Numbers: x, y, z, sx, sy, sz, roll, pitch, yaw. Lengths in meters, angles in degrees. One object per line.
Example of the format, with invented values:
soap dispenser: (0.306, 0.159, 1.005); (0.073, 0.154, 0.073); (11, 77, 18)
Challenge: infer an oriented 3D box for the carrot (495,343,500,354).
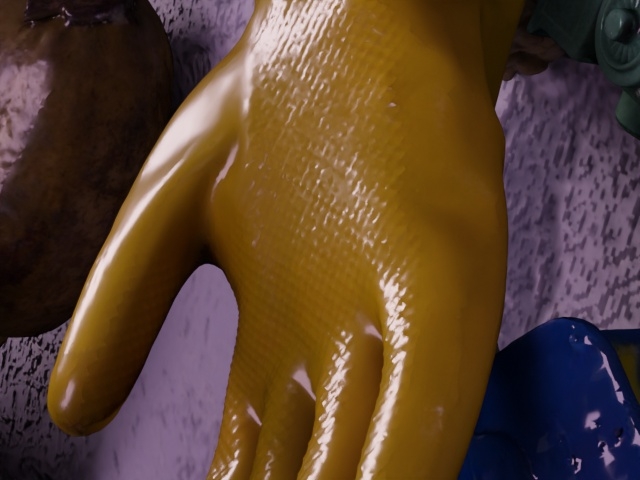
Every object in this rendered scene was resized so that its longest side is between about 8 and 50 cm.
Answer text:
carrot: (0.091, 0.197, 0.625); (0.069, 0.069, 0.336); (-18, 83, 52)

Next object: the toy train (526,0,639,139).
toy train: (0.132, -0.118, 0.551); (0.099, 0.070, 0.172); (58, 134, 50)

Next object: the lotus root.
lotus root: (-0.162, -0.035, 0.898); (0.145, 0.128, 0.260); (46, 128, 31)

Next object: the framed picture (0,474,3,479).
framed picture: (-0.239, 0.070, 0.977); (0.232, 0.019, 0.296); (46, 155, 43)

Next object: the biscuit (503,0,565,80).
biscuit: (0.055, -0.146, 0.648); (0.082, 0.070, 0.168); (-8, 88, 53)

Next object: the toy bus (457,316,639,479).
toy bus: (0.134, 0.170, 0.460); (0.138, 0.175, 0.288); (-45, 56, 42)

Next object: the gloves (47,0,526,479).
gloves: (0.001, -0.001, 0.498); (0.133, 0.116, 0.294); (134, 154, -56)
